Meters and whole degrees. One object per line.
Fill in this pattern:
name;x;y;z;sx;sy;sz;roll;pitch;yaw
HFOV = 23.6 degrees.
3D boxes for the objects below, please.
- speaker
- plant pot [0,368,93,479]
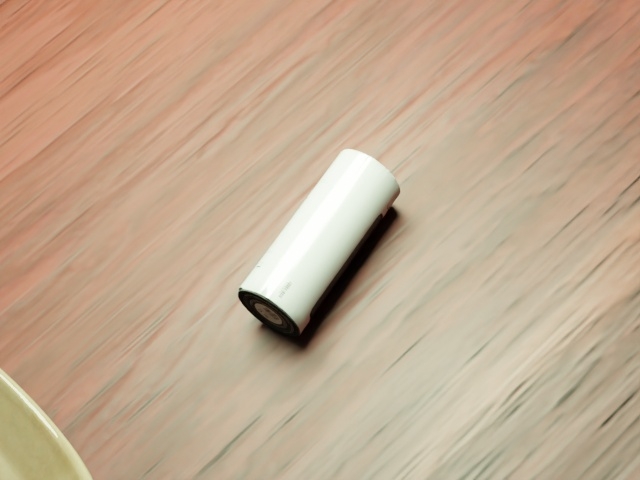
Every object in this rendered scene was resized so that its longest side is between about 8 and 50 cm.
speaker;0.000;0.000;1.101;0.055;0.055;0.136;26;67;25
plant pot;-0.306;0.178;0.972;0.229;0.263;0.263;-49;60;4
